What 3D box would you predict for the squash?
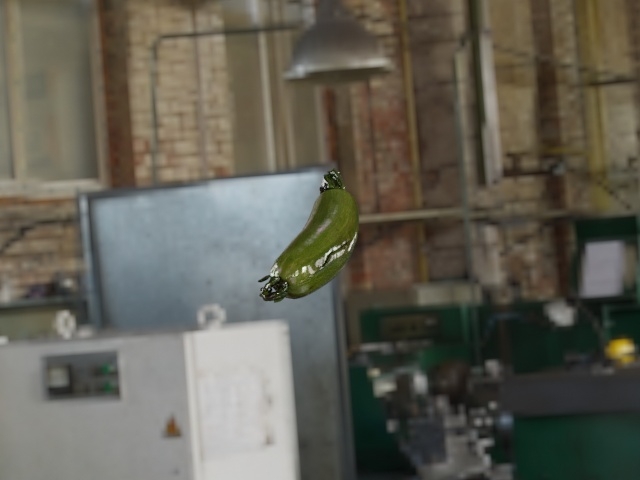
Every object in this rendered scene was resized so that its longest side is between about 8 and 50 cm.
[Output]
[{"bbox_3d":[0.002,0.002,2.088,0.071,0.080,0.318,-37,12,29],"label":"squash"}]
